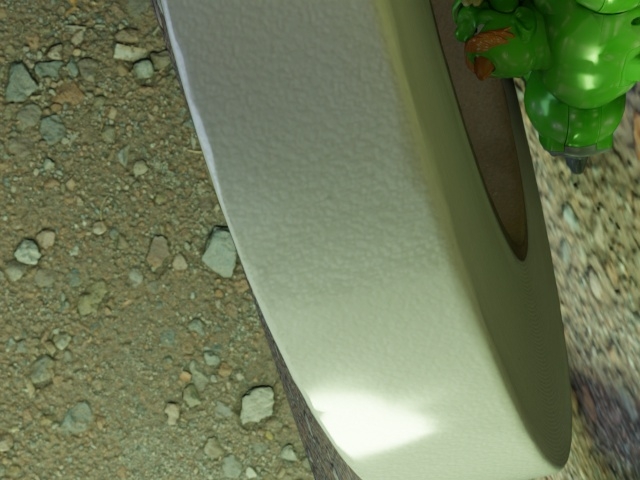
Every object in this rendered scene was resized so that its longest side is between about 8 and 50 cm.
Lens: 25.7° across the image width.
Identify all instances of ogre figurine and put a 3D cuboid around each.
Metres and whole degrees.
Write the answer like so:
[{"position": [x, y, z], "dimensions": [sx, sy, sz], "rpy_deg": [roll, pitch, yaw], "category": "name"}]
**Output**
[{"position": [0.099, -0.111, 0.533], "dimensions": [0.197, 0.097, 0.118], "rpy_deg": [123, 148, -56], "category": "ogre figurine"}]

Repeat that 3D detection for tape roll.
[{"position": [0.030, -0.083, 0.601], "dimensions": [0.392, 0.072, 0.392], "rpy_deg": [-15, -90, -76], "category": "tape roll"}]
